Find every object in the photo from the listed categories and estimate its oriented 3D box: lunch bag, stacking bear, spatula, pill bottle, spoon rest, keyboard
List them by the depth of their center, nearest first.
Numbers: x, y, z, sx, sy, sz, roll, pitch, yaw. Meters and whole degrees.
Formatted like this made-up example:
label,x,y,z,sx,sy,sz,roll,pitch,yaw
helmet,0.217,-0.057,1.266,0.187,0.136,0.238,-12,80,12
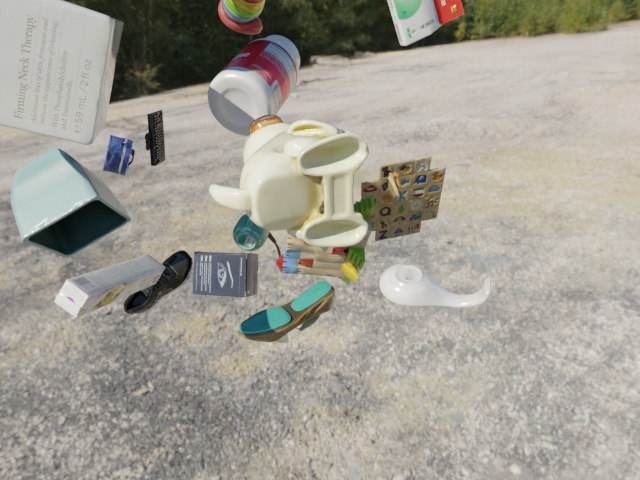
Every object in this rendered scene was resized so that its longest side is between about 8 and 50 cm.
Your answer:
label,x,y,z,sx,sy,sz,roll,pitch,yaw
lunch bag,-0.508,-0.217,1.241,0.065,0.098,0.067,12,51,-26
spoon rest,0.290,0.124,1.263,0.277,0.084,0.137,7,44,16
keyboard,-0.558,-0.344,1.658,0.023,0.180,0.108,13,29,14
pill bottle,-0.213,-0.564,1.724,0.229,0.229,0.407,2,42,19
stacking bear,-0.260,-0.896,1.766,0.164,0.175,0.289,-15,-1,-25
spatula,-0.178,0.029,1.968,0.084,0.296,0.030,8,46,48

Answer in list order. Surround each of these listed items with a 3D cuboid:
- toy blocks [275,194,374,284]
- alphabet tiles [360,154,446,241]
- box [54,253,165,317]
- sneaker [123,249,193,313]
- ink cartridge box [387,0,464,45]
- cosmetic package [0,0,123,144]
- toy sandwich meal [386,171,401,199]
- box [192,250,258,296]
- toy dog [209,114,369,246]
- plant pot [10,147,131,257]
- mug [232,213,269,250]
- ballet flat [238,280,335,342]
label,x,y,z,sx,sy,sz,roll,pitch,yaw
toy blocks,0.000,0.000,1.545,0.261,0.381,0.190,5,56,-7
alphabet tiles,0.271,-0.132,1.641,0.285,0.342,0.011,-12,48,-8
box,-0.488,0.100,1.171,0.067,0.063,0.324,36,13,3
sneaker,-0.555,0.152,1.681,0.283,0.107,0.124,-47,-2,2
ink cartridge box,0.315,-0.707,1.440,0.225,0.181,0.056,-26,28,-1
cosmetic package,-0.761,-0.479,1.281,0.394,0.329,0.327,11,19,-21
toy sandwich meal,0.216,-0.157,1.406,0.029,0.085,0.085,-23,25,-1
box,-0.331,0.117,1.720,0.207,0.153,0.108,3,-1,15
toy dog,-0.084,-0.170,1.283,0.396,0.284,0.408,-16,31,-6
plant pot,-0.802,-0.134,1.534,0.247,0.252,0.248,-33,-13,-6
mug,-0.272,-0.035,1.852,0.130,0.157,0.097,-12,32,22
ballet flat,-0.094,0.253,1.570,0.342,0.124,0.116,-28,37,-22
